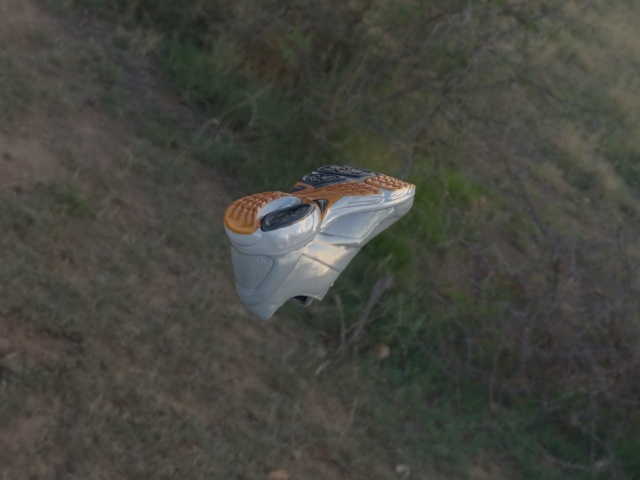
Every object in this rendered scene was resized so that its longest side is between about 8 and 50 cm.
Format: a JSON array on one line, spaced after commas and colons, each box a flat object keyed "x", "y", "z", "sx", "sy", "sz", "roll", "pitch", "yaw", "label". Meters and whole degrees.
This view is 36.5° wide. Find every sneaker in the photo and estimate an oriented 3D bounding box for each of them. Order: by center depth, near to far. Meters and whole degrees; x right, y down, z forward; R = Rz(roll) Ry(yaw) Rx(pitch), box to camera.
[{"x": 0.000, "y": 0.000, "z": 1.008, "sx": 0.099, "sy": 0.121, "sz": 0.262, "roll": 22, "pitch": 29, "yaw": 38, "label": "sneaker"}]
